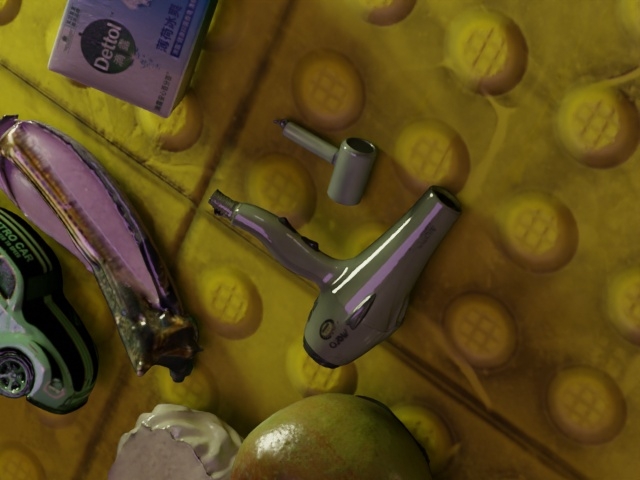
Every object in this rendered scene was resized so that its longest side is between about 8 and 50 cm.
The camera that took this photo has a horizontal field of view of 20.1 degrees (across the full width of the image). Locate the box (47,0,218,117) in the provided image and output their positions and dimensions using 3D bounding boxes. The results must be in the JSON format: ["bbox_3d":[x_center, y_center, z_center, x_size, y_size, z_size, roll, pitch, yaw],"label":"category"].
[{"bbox_3d":[-0.181,-0.243,1.841,0.139,0.073,0.194,23,118,1],"label":"box"}]

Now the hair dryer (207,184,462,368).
[{"bbox_3d":[0.033,-0.004,1.807,0.219,0.088,0.225,-30,102,18],"label":"hair dryer"}]

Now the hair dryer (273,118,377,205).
[{"bbox_3d":[-0.003,-0.090,1.836,0.124,0.038,0.063,31,120,24],"label":"hair dryer"}]

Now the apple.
[{"bbox_3d":[0.014,0.262,1.864,0.207,0.174,0.188,-41,58,-8],"label":"apple"}]

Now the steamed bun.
[{"bbox_3d":[-0.143,0.260,1.996,0.182,0.106,0.183,9,107,29],"label":"steamed bun"}]

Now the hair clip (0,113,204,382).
[{"bbox_3d":[-0.250,-0.001,1.998,0.359,0.095,0.110,57,160,12],"label":"hair clip"}]

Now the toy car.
[{"bbox_3d":[-0.353,0.055,2.032,0.306,0.136,0.125,46,109,8],"label":"toy car"}]
